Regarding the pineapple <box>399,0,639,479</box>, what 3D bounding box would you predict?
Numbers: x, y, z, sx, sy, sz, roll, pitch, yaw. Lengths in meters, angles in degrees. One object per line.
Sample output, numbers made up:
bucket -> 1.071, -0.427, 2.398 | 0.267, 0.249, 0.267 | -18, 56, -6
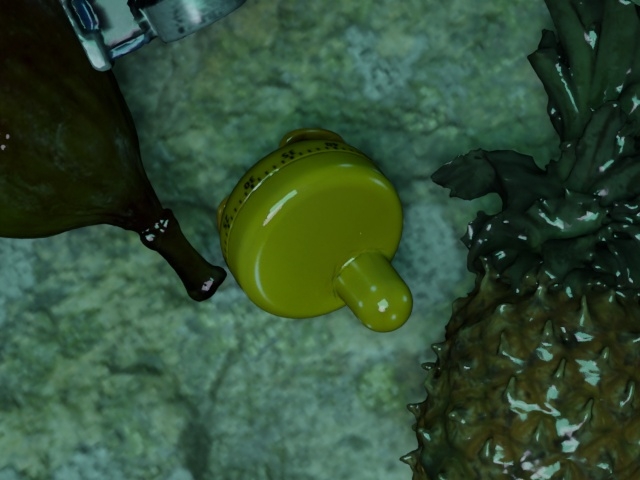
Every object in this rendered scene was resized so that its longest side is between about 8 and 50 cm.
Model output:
pineapple -> 0.134, 0.015, 1.025 | 0.170, 0.141, 0.310 | 12, 90, 27

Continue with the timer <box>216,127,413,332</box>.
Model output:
timer -> 0.000, 0.000, 1.037 | 0.107, 0.109, 0.107 | -16, 130, -20

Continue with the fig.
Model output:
fig -> -0.164, -0.056, 1.021 | 0.274, 0.145, 0.170 | 39, 139, -7

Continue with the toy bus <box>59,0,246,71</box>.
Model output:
toy bus -> -0.016, -0.215, 0.980 | 0.288, 0.175, 0.138 | -25, 102, 6
